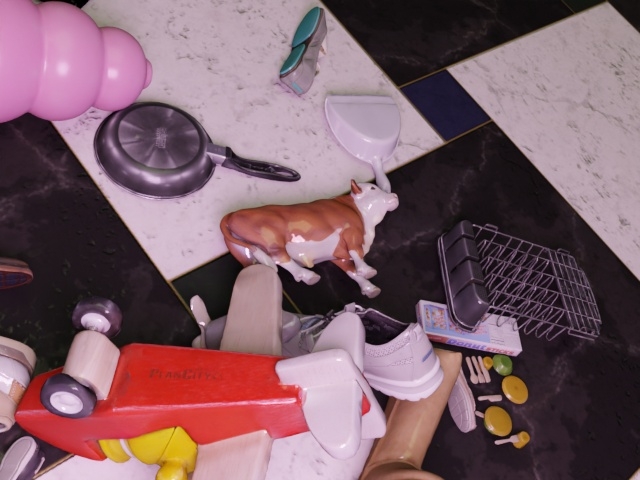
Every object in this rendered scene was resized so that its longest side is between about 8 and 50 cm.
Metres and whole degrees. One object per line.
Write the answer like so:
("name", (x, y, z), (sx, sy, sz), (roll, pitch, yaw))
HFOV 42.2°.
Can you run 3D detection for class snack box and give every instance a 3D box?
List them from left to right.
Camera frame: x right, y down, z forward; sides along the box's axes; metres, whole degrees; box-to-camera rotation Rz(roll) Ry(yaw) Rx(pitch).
("snack box", (0.242, 0.143, 1.350), (0.178, 0.022, 0.064), (12, 50, -16))

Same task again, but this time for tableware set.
("tableware set", (0.284, 0.250, 1.299), (0.104, 0.024, 0.154), (0, 56, -27))

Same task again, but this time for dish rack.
("dish rack", (0.339, 0.077, 1.396), (0.271, 0.074, 0.208), (16, 45, -18))

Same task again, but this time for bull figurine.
("bull figurine", (0.000, 0.000, 1.287), (0.310, 0.101, 0.188), (-10, 53, -27))

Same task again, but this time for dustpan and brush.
("dustpan and brush", (0.095, -0.168, 1.489), (0.147, 0.060, 0.211), (-3, 52, -24))

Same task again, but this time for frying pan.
("frying pan", (-0.203, -0.122, 1.326), (0.326, 0.053, 0.197), (26, 52, -2))

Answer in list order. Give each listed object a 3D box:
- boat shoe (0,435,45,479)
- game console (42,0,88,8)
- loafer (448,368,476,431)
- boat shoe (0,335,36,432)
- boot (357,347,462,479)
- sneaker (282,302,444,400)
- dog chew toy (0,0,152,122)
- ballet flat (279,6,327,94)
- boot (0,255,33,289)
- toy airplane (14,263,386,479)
("boat shoe", (-0.369, 0.291, 0.970), (0.046, 0.038, 0.125), (-1, 43, 29))
("game console", (-0.529, -0.407, 1.377), (0.213, 0.044, 0.361), (28, 51, -4))
("loafer", (0.216, 0.231, 1.268), (0.039, 0.045, 0.125), (1, 54, -31))
("boat shoe", (-0.494, 0.150, 0.964), (0.302, 0.113, 0.103), (13, 48, -17))
("boot", (0.131, 0.251, 1.097), (0.089, 0.236, 0.269), (41, 53, -12))
("sneaker", (0.037, 0.127, 1.145), (0.281, 0.115, 0.105), (7, 34, 32))
("dog chew toy", (-0.415, -0.271, 1.241), (0.331, 0.206, 0.207), (1, 57, -32))
("ballet flat", (-0.022, -0.353, 1.560), (0.068, 0.072, 0.213), (43, 46, -28))
("boot", (-0.488, 0.003, 1.088), (0.219, 0.082, 0.106), (6, 58, -18))
("toy airplane", (-0.111, 0.214, 0.985), (0.386, 0.272, 0.384), (-31, 49, -30))
